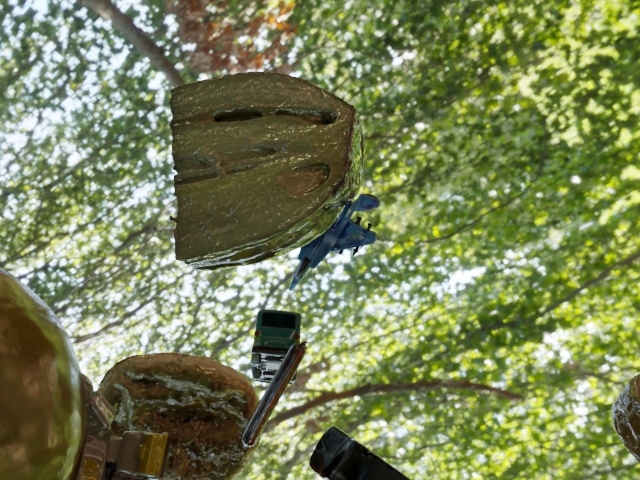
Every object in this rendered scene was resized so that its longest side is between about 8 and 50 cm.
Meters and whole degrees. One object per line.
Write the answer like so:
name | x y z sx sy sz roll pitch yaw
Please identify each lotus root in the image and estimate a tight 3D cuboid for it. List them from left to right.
lotus root | -0.061 -0.104 0.910 0.149 0.261 0.266 48 -147 -66

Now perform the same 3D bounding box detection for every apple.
apple | -0.438 0.193 0.717 0.338 0.339 0.305 54 -179 -9

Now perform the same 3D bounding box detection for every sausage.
sausage | -0.067 0.219 0.923 0.025 0.198 0.028 35 -161 20

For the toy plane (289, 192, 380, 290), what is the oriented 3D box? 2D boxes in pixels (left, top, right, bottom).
toy plane | 0.002 -0.003 1.185 0.169 0.246 0.078 32 -146 5

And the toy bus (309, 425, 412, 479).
toy bus | 0.130 0.409 0.996 0.092 0.409 0.093 43 -104 -34

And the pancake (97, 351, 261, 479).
pancake | -0.301 0.394 1.346 0.387 0.387 0.082 44 -177 -26

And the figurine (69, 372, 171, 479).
figurine | -0.381 0.324 0.955 0.308 0.308 0.143 52 171 -13

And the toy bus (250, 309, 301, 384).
toy bus | -0.071 0.177 1.074 0.079 0.160 0.091 5 -119 -2

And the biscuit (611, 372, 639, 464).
biscuit | 0.494 0.202 0.648 0.368 0.076 0.394 34 -145 22
